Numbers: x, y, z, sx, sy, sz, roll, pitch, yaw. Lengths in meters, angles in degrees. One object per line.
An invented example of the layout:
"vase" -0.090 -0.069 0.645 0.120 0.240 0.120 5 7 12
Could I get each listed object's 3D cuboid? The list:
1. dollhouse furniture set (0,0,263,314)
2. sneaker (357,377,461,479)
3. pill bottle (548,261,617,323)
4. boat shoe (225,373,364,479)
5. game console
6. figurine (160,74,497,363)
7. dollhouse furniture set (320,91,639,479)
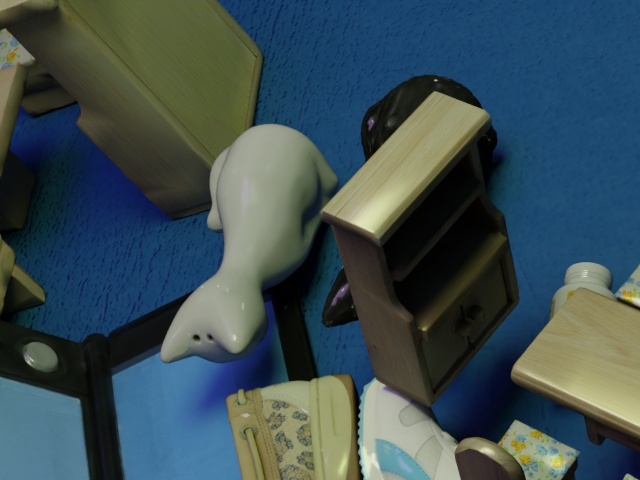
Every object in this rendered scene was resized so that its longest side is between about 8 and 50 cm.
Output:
"dollhouse furniture set" -0.285 -0.112 1.562 0.394 0.256 0.362 -16 47 27
"sneaker" 0.083 0.168 1.170 0.092 0.087 0.229 -23 48 6
"pill bottle" 0.164 0.056 1.225 0.043 0.043 0.083 -11 49 31
"boat shoe" -0.017 0.206 1.174 0.089 0.104 0.285 -3 44 4
"game console" -0.146 0.124 1.322 0.173 0.250 0.293 -53 33 30
"figurine" 0.000 0.000 1.335 0.215 0.092 0.209 -15 35 29
"dollhouse furniture set" 0.139 0.043 1.098 0.242 0.161 0.212 24 58 33
